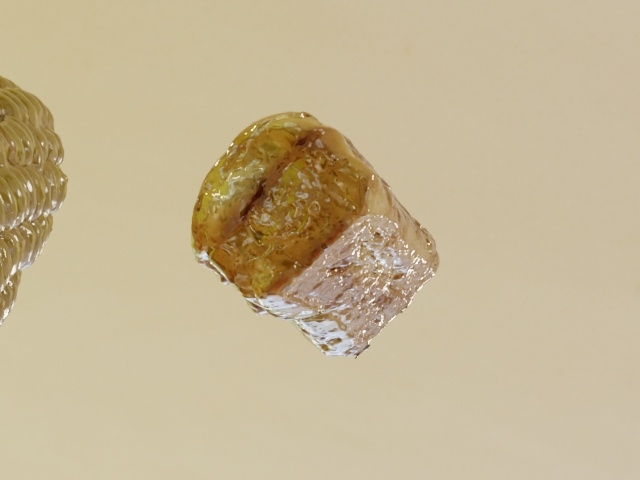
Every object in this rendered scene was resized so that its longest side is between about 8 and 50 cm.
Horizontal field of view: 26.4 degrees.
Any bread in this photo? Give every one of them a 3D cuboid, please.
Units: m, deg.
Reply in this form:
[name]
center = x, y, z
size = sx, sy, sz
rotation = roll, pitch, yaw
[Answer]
[bread]
center = -0.006, -0.002, 1.364
size = 0.149, 0.195, 0.344
rotation = 47, 0, 22

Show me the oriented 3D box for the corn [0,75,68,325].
[corn]
center = -0.167, 0.008, 0.463
size = 0.120, 0.363, 0.120
rotation = 0, -72, 1
